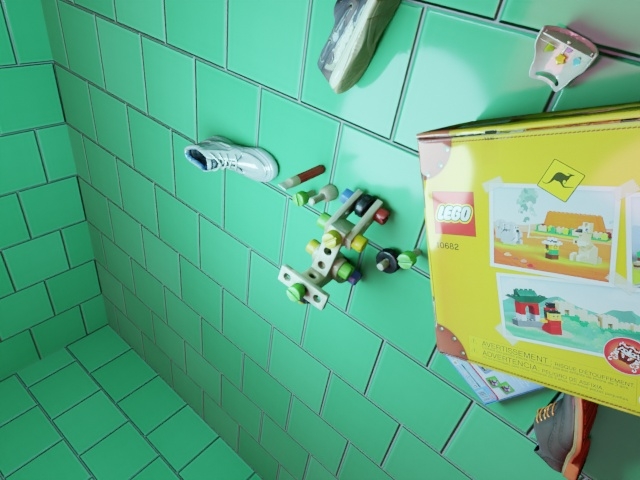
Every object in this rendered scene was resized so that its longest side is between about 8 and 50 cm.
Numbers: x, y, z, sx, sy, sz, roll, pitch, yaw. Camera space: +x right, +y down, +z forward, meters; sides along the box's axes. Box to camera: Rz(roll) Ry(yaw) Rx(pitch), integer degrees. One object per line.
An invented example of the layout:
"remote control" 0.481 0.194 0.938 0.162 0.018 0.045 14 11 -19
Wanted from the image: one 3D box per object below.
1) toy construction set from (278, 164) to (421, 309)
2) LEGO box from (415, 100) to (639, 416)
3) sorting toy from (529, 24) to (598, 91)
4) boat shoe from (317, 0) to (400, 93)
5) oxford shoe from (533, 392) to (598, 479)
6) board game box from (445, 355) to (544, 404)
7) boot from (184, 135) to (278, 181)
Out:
"toy construction set" 0.000 0.000 0.952 0.308 0.237 0.257 56 137 3
"LEGO box" 0.399 0.013 0.569 0.501 0.193 0.371 8 113 46
"sorting toy" 0.345 -0.260 0.631 0.083 0.045 0.075 41 142 18
"boat shoe" 0.067 -0.397 0.766 0.092 0.103 0.285 43 141 10
"oxford shoe" 0.456 0.350 0.826 0.099 0.097 0.271 19 130 41
"board game box" 0.370 0.240 0.892 0.160 0.039 0.211 52 137 7
"boot" -0.242 -0.203 1.143 0.259 0.123 0.095 24 127 32
